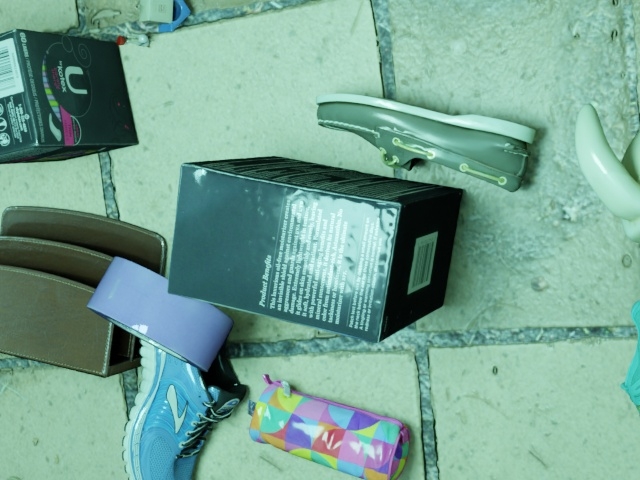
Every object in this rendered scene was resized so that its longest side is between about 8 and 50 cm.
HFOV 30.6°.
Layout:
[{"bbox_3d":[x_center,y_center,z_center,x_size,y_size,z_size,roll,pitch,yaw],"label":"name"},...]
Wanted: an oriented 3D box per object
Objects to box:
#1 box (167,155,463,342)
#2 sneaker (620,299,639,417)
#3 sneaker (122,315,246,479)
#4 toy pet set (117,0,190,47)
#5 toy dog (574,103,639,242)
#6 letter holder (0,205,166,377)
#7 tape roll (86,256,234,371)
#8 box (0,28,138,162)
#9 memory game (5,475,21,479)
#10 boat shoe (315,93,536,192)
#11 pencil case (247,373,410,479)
[{"bbox_3d":[0.000,0.000,1.541,0.294,0.296,0.182,13,100,20],"label":"box"},{"bbox_3d":[0.448,0.203,1.511,0.110,0.107,0.275,10,105,49],"label":"sneaker"},{"bbox_3d":[-0.196,0.251,1.730,0.147,0.130,0.330,11,99,22],"label":"sneaker"},{"bbox_3d":[-0.247,-0.349,1.738,0.114,0.065,0.122,10,97,55],"label":"toy pet set"},{"bbox_3d":[0.491,-0.163,1.341,0.395,0.284,0.408,13,72,3],"label":"toy dog"},{"bbox_3d":[-0.406,0.065,1.780,0.302,0.152,0.214,10,97,20],"label":"letter holder"},{"bbox_3d":[-0.218,0.102,1.601,0.189,0.189,0.080,24,79,17],"label":"tape roll"},{"bbox_3d":[-0.401,-0.201,1.684,0.143,0.270,0.165,-10,92,21],"label":"box"},{"bbox_3d":[-0.500,0.480,1.930,0.186,0.012,0.186,2,97,21],"label":"memory game"},{"bbox_3d":[0.131,-0.136,1.577,0.305,0.109,0.091,12,95,15],"label":"boat shoe"},{"bbox_3d":[0.011,0.273,1.671,0.236,0.104,0.104,17,101,17],"label":"pencil case"}]
